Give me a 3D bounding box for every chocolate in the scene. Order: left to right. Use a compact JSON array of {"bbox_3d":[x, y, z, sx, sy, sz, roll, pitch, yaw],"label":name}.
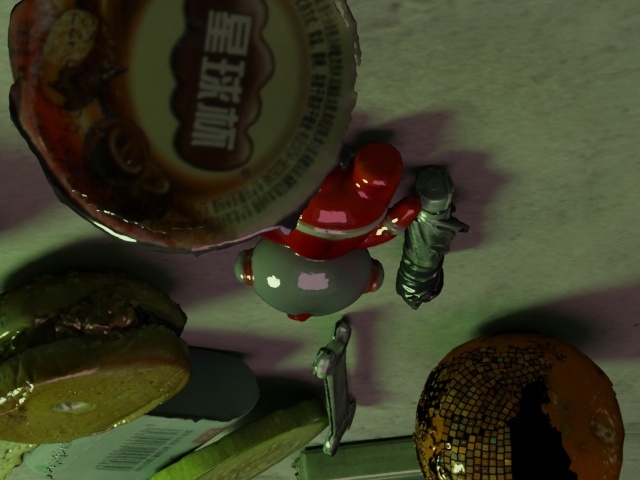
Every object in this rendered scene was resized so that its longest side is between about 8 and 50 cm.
[{"bbox_3d":[-0.074,-0.088,0.966,0.221,0.221,0.147,-7,175,4],"label":"chocolate"}]

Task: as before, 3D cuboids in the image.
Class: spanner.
[{"bbox_3d":[0.018,0.155,1.647,0.017,0.071,0.302,25,158,13],"label":"spanner"}]

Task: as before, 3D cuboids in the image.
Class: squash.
[{"bbox_3d":[-0.089,0.235,1.729,0.219,0.041,0.219,-26,170,-5],"label":"squash"}]

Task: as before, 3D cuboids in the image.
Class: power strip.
[{"bbox_3d":[0.100,0.271,1.932,0.272,0.052,0.078,-6,156,3],"label":"power strip"}]

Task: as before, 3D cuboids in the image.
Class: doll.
[{"bbox_3d":[0.000,0.000,1.275,0.142,0.076,0.245,5,151,-7],"label":"doll"}]

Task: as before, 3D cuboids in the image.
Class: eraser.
[{"bbox_3d":[-0.189,0.181,1.636,0.174,0.081,0.227,10,153,-28],"label":"eraser"}]

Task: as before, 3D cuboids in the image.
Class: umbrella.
[{"bbox_3d":[0.091,-0.003,1.326,0.050,0.046,0.188,-7,151,-5],"label":"umbrella"}]

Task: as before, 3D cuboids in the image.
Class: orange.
[{"bbox_3d":[0.201,0.201,1.581,0.182,0.234,0.234,-18,153,27],"label":"orange"}]

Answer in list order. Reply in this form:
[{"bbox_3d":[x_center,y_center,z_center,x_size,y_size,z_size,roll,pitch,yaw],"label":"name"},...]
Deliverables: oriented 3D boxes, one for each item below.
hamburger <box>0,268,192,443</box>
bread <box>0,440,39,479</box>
[{"bbox_3d":[-0.208,0.094,1.390,0.189,0.122,0.215,8,150,-42],"label":"hamburger"},{"bbox_3d":[-0.356,0.200,1.617,0.128,0.088,0.232,6,148,-33],"label":"bread"}]
